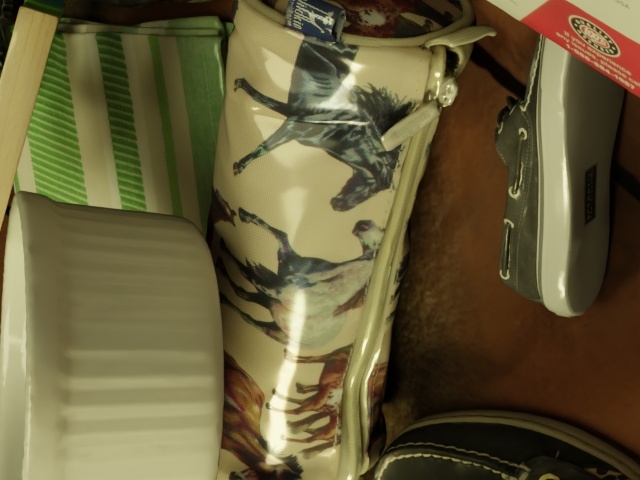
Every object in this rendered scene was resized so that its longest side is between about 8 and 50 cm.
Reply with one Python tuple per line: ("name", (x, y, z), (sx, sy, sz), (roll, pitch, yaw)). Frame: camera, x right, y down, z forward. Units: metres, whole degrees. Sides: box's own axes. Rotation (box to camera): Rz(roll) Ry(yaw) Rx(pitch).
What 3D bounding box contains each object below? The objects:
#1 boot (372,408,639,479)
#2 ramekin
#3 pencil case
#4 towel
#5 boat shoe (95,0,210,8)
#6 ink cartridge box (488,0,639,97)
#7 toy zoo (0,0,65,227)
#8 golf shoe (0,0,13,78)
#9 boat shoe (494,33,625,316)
("boot", (0.129, 0.246, 0.840), (0.377, 0.284, 0.138), (22, 119, 35))
("ramekin", (-0.160, 0.103, 0.963), (0.277, 0.135, 0.277), (-179, 90, -73))
("pencil case", (0.000, 0.000, 0.962), (0.183, 0.160, 0.410), (41, 131, 45))
("towel", (-0.180, -0.082, 1.193), (0.325, 0.038, 0.247), (10, 112, 40))
("boat shoe", (-0.198, -0.254, 1.101), (0.285, 0.092, 0.102), (25, 122, 35))
("ink cartridge box", (0.126, -0.229, 0.661), (0.226, 0.131, 0.306), (41, 171, 26))
("toy zoo", (-0.248, -0.108, 1.073), (0.293, 0.030, 0.192), (-125, 52, -73))
("golf shoe", (-0.329, -0.176, 1.224), (0.094, 0.077, 0.198), (28, 117, 45))
("boat shoe", (0.148, -0.061, 0.863), (0.076, 0.080, 0.228), (17, 124, 37))
